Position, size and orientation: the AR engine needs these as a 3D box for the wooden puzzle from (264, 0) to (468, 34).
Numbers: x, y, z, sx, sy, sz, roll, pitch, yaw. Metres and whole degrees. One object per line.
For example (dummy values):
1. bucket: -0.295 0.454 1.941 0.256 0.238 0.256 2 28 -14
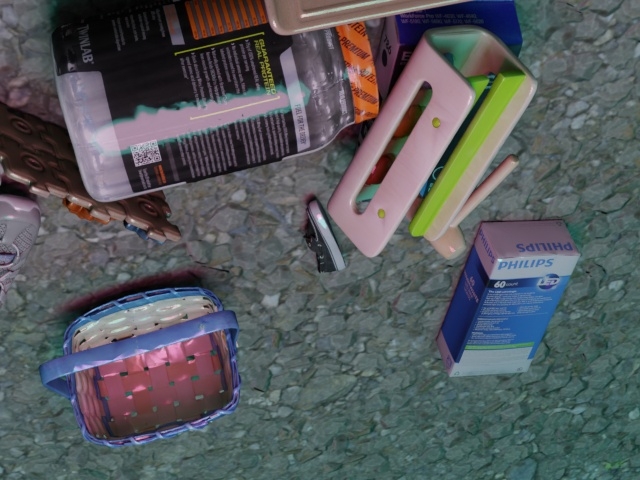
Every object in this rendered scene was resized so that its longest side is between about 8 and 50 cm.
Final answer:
1. wooden puzzle: 0.039 -0.342 1.525 0.239 0.220 0.044 -12 179 -10

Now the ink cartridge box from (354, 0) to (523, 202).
1. ink cartridge box: 0.147 -0.188 1.800 0.165 0.065 0.332 -4 135 -15

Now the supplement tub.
1. supplement tub: -0.117 -0.177 1.612 0.338 0.207 0.207 -13 138 -4

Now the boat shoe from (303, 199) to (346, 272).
1. boat shoe: 0.000 0.000 1.957 0.040 0.049 0.142 -20 140 3

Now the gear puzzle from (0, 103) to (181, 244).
1. gear puzzle: -0.321 -0.081 1.663 0.339 0.175 0.044 22 115 -36

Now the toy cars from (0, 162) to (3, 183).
1. toy cars: -0.562 -0.074 1.653 0.394 0.087 0.176 10 131 -28

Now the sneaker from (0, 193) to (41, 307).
1. sneaker: -0.421 0.055 1.811 0.105 0.115 0.281 8 135 -33

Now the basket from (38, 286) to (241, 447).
1. basket: -0.231 0.166 1.913 0.255 0.201 0.289 -14 169 -6

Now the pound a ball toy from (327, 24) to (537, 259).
1. pound a ball toy: 0.139 -0.112 1.759 0.208 0.135 0.319 -14 145 -42

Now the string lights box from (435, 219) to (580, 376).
1. string lights box: 0.273 0.089 2.122 0.133 0.076 0.259 -1 135 -18
